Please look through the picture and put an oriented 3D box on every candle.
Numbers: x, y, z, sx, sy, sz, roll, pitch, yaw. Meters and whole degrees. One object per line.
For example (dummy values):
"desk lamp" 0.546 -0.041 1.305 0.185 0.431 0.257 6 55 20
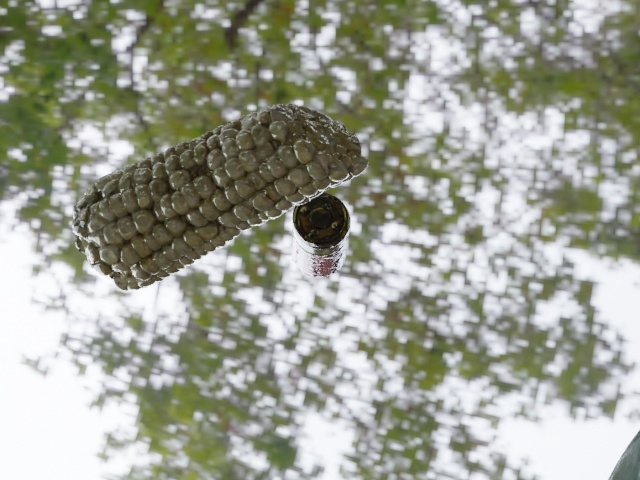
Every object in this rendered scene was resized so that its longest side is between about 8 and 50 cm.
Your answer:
"candle" 0.000 0.000 1.468 0.052 0.130 0.052 0 -107 0

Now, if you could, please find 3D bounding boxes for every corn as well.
"corn" -0.075 -0.038 1.159 0.087 0.211 0.087 50 -157 -31

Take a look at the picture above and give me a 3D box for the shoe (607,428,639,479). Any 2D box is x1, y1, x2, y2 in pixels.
"shoe" 0.172 0.082 0.515 0.100 0.251 0.103 22 -111 -14
